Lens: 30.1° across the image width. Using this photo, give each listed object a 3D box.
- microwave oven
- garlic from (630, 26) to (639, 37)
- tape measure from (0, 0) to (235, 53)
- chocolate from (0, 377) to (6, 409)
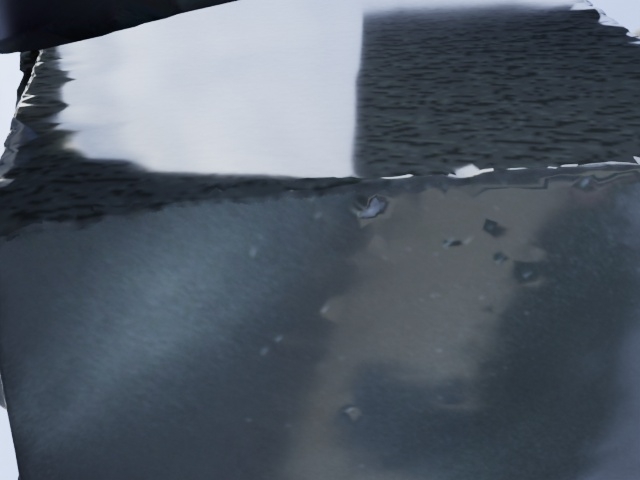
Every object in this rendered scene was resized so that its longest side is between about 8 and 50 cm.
[{"bbox_3d":[0.000,0.000,0.662,0.432,0.374,0.236,-107,-168,-65],"label":"microwave oven"},{"bbox_3d":[0.321,-0.188,1.229,0.041,0.083,0.053,36,-42,31],"label":"garlic"},{"bbox_3d":[-0.136,-0.188,0.438,0.262,0.259,0.138,-16,-115,10],"label":"tape measure"},{"bbox_3d":[-0.258,0.082,1.094,0.147,0.221,0.221,28,-66,31],"label":"chocolate"}]
